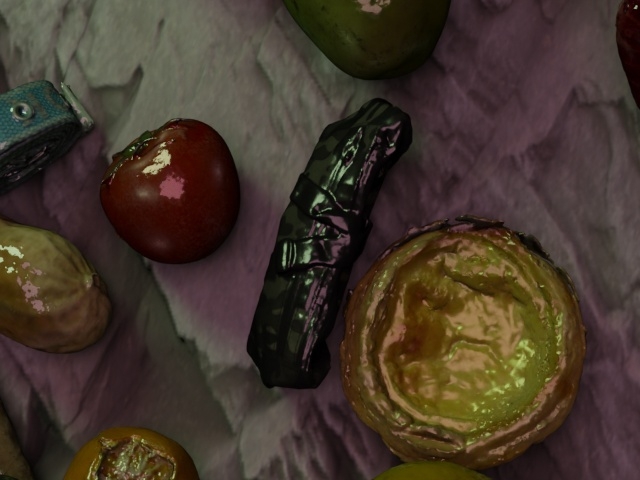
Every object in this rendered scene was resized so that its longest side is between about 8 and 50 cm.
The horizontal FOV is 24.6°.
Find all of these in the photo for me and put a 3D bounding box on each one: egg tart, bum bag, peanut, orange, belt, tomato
[{"bbox_3d":[0.152,0.114,1.582,0.278,0.095,0.279,-2,76,7],"label":"egg tart"},{"bbox_3d":[0.000,0.000,1.600,0.144,0.095,0.341,13,82,53],"label":"bum bag"},{"bbox_3d":[-0.336,0.042,1.631,0.224,0.129,0.129,24,85,7],"label":"peanut"},{"bbox_3d":[-0.204,0.277,1.575,0.154,0.134,0.155,0,84,-1],"label":"orange"},{"bbox_3d":[-0.351,-0.107,1.648,0.163,0.147,0.082,-38,82,10],"label":"belt"},{"bbox_3d":[-0.159,-0.052,1.617,0.167,0.167,0.167,-1,81,7],"label":"tomato"}]

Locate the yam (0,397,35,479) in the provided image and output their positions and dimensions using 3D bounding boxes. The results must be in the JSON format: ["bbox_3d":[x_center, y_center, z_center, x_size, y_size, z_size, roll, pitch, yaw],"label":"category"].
[{"bbox_3d":[-0.421,0.129,1.655,0.081,0.081,0.357,-26,78,2],"label":"yam"}]

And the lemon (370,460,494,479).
[{"bbox_3d":[0.128,0.359,1.467,0.260,0.260,0.284,-26,84,2],"label":"lemon"}]

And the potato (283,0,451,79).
[{"bbox_3d":[0.038,-0.325,1.602,0.215,0.216,0.305,-12,87,5],"label":"potato"}]

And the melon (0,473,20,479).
[{"bbox_3d":[-0.372,0.392,1.522,0.237,0.237,0.302,23,108,10],"label":"melon"}]

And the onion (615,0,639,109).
[{"bbox_3d":[0.431,-0.220,1.547,0.252,0.252,0.219,1,37,1],"label":"onion"}]
